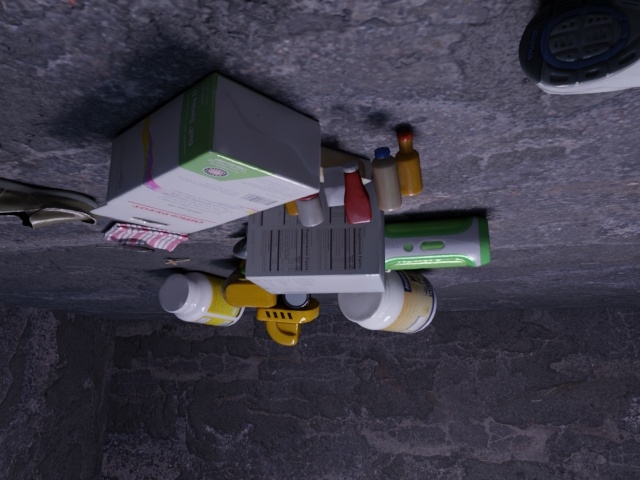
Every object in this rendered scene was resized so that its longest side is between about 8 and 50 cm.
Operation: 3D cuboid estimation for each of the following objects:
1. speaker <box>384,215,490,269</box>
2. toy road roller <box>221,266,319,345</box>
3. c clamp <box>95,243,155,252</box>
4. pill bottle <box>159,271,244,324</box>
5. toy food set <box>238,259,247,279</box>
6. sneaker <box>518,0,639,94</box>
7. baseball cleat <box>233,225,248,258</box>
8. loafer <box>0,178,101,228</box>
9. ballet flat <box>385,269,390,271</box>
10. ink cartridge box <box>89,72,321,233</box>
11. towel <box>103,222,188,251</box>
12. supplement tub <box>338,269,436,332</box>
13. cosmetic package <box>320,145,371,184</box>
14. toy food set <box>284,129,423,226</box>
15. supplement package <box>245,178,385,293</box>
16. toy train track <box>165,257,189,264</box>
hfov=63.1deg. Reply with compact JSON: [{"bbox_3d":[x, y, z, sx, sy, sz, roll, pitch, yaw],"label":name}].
[{"bbox_3d":[0.259,0.009,1.283,0.296,0.131,0.131,-4,165,15],"label":"speaker"},{"bbox_3d":[-0.168,0.227,1.810,0.329,0.241,0.202,4,-168,4],"label":"toy road roller"},{"bbox_3d":[-0.543,0.019,1.484,0.137,0.022,0.160,7,178,-5],"label":"c clamp"},{"bbox_3d":[-0.453,0.224,2.009,0.187,0.188,0.334,-6,164,24],"label":"pill bottle"},{"bbox_3d":[-0.180,0.072,1.669,0.217,0.071,0.128,-5,-163,38],"label":"toy food set"},{"bbox_3d":[0.358,-0.210,0.524,0.297,0.111,0.129,-1,-178,22],"label":"sneaker"},{"bbox_3d":[-0.179,-0.005,1.387,0.205,0.072,0.109,-13,144,36],"label":"baseball cleat"},{"bbox_3d":[-0.591,-0.061,1.098,0.251,0.088,0.094,11,162,-35],"label":"loafer"},{"bbox_3d":[0.222,0.061,1.595,0.073,0.067,0.206,11,162,-29],"label":"ballet flat"},{"bbox_3d":[-0.194,-0.112,0.828,0.353,0.119,0.207,-14,160,41],"label":"ink cartridge box"},{"bbox_3d":[-0.477,-0.009,1.421,0.197,0.029,0.144,9,162,-31],"label":"towel"},{"bbox_3d":[0.234,0.201,1.819,0.228,0.228,0.316,-13,161,41],"label":"supplement tub"},{"bbox_3d":[0.028,-0.127,0.923,0.115,0.041,0.060,9,162,-32],"label":"cosmetic package"},{"bbox_3d":[0.043,-0.097,0.830,0.232,0.111,0.105,-6,120,12],"label":"toy food set"},{"bbox_3d":[0.000,0.000,1.103,0.262,0.198,0.199,-2,165,10],"label":"supplement package"},{"bbox_3d":[-0.478,0.065,1.743,0.083,0.014,0.048,-8,157,9],"label":"toy train track"}]
